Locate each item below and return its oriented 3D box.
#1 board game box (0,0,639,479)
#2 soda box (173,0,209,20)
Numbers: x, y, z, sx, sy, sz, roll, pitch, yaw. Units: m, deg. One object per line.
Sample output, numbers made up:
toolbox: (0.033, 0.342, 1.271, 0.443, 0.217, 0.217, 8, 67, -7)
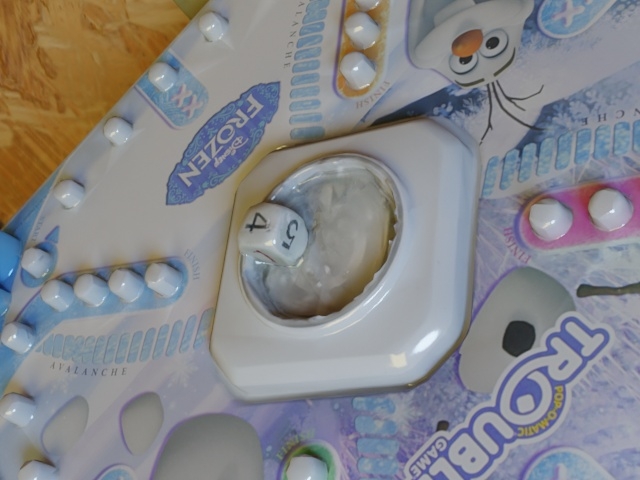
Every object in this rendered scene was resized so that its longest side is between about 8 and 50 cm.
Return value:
board game box: (0.000, 0.000, 0.421, 0.390, 0.050, 0.390, -47, 48, 3)
soda box: (-0.054, -0.164, 0.605, 0.181, 0.061, 0.058, 48, 128, -2)
